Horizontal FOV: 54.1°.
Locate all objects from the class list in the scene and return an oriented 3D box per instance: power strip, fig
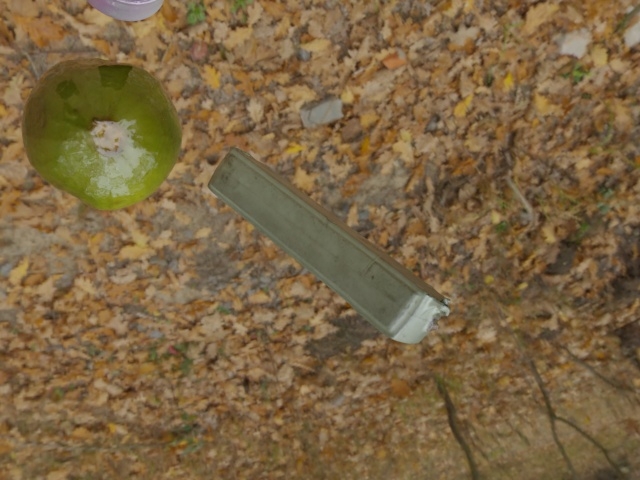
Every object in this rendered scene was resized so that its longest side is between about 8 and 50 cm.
[{"bbox_3d":[0.000,0.000,0.567,0.052,0.272,0.078,-56,153,6],"label":"power strip"},{"bbox_3d":[-0.446,-0.219,1.303,0.344,0.343,0.343,-15,148,-9],"label":"fig"}]

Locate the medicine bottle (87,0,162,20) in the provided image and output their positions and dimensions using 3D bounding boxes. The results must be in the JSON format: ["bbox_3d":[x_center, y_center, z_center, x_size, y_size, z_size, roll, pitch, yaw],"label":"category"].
[{"bbox_3d":[-0.380,-0.618,1.271,0.212,0.211,0.325,-1,170,-28],"label":"medicine bottle"}]
